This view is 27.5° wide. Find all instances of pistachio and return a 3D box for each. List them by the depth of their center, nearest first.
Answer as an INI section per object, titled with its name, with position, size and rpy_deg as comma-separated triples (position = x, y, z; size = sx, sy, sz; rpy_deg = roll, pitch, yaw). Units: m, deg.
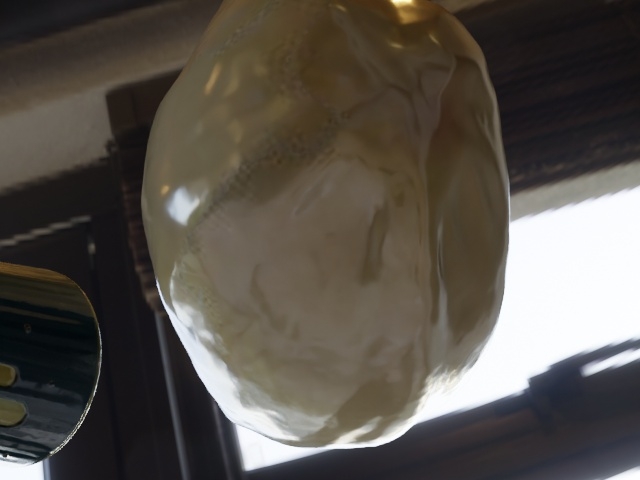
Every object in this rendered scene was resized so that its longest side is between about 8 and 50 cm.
[pistachio]
position = 0.000, 0.000, 0.738
size = 0.208, 0.226, 0.332
rpy_deg = -27, -41, -23

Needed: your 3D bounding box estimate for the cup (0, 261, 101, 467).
[cup]
position = -0.245, 0.083, 0.795
size = 0.176, 0.131, 0.155
rpy_deg = -56, -36, 7
